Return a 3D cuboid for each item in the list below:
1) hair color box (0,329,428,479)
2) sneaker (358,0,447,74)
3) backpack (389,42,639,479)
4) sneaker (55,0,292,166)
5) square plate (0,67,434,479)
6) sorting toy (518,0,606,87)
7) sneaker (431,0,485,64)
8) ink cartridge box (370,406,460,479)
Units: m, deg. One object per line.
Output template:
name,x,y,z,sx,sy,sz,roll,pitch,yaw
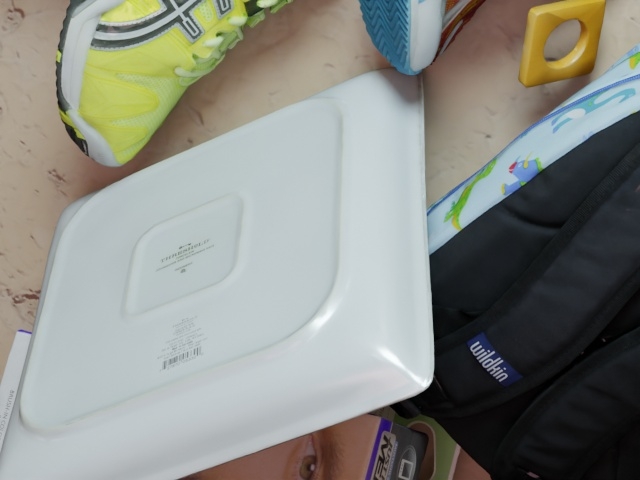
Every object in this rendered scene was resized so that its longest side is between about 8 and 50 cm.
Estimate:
hair color box,-0.105,0.195,1.087,0.338,0.110,0.185,10,79,26
sneaker,0.078,-0.228,0.988,0.092,0.087,0.229,-10,118,-24
backpack,0.226,0.009,0.977,0.290,0.273,0.355,42,142,2
sneaker,-0.073,-0.208,1.060,0.147,0.145,0.385,33,112,6
square plate,-0.084,0.024,1.029,0.347,0.344,0.049,-22,127,20
sorting toy,0.182,-0.270,0.963,0.047,0.196,0.348,50,134,45
sneaker,0.104,-0.203,1.053,0.175,0.064,0.067,-43,80,18
ink cartridge box,0.002,0.153,1.176,0.235,0.056,0.171,15,108,10
